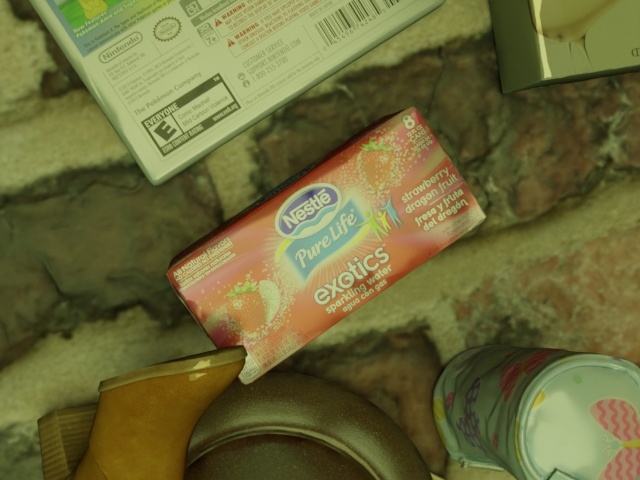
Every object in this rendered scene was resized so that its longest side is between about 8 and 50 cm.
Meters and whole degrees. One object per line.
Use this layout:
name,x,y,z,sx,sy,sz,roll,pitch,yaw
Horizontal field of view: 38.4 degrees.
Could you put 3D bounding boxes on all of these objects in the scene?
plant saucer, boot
plant saucer,-0.041,0.278,0.847,0.311,0.050,0.310,0,96,1
boot,-0.132,0.216,0.750,0.104,0.295,0.211,-4,72,-46

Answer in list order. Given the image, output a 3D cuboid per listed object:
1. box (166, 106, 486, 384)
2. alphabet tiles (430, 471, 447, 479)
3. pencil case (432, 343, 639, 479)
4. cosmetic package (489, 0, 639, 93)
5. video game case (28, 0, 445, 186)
box,0.000,0.000,0.825,0.257,0.128,0.122,-34,97,-4
alphabet tiles,0.098,0.378,0.912,0.284,0.021,0.277,28,89,-8
pencil case,0.179,0.151,0.789,0.113,0.273,0.124,45,80,-1
cosmetic package,0.235,-0.304,0.850,0.160,0.113,0.309,-11,93,-7
video game case,-0.097,-0.261,0.845,0.329,0.036,0.299,-33,97,-4
